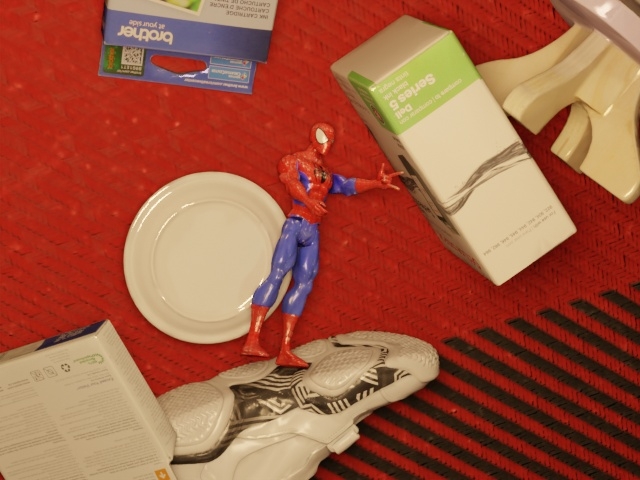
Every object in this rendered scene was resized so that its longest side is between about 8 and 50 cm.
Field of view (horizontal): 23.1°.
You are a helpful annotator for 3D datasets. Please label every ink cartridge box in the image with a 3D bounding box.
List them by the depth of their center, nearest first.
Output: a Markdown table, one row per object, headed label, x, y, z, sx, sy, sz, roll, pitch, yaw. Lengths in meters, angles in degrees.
| label | x | y | z | sx | sy | sz | roll | pitch | yaw |
| --- | --- | --- | --- | --- | --- | --- | --- | --- | --- |
| ink cartridge box | -0.132 | -0.307 | 1.688 | 0.186 | 0.065 | 0.311 | 6 | 114 | -14 |
| ink cartridge box | 0.146 | -0.104 | 1.753 | 0.115 | 0.198 | 0.273 | -35 | 108 | -3 |
| ink cartridge box | -0.277 | 0.214 | 1.754 | 0.223 | 0.045 | 0.224 | -17 | 109 | 27 |

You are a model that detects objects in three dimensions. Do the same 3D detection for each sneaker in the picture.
| label | x | y | z | sx | sy | sz | roll | pitch | yaw |
| --- | --- | --- | --- | --- | --- | --- | --- | --- | --- |
| sneaker | -0.023 | 0.244 | 1.834 | 0.366 | 0.137 | 0.210 | -17 | 107 | -4 |

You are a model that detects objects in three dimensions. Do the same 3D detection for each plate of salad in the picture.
| label | x | y | z | sx | sy | sz | roll | pitch | yaw |
| --- | --- | --- | --- | --- | --- | --- | --- | --- | --- |
| plate of salad | -0.128 | 0.019 | 1.796 | 0.200 | 0.048 | 0.199 | -3 | 100 | -16 |

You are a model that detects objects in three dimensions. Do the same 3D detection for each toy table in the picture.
| label | x | y | z | sx | sy | sz | roll | pitch | yaw |
| --- | --- | --- | --- | --- | --- | --- | --- | --- | --- |
| toy table | 0.296 | -0.174 | 1.760 | 0.161 | 0.252 | 0.274 | -53 | 141 | 5 |

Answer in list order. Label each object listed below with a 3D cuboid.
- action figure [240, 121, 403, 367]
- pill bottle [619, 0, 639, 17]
| label | x | y | z | sx | sy | sz | roll | pitch | yaw |
| --- | --- | --- | --- | --- | --- | --- | --- | --- | --- |
| action figure | 0.000 | 0.000 | 1.754 | 0.091 | 0.139 | 0.280 | 18 | 77 | -40 |
| pill bottle | 0.476 | -0.311 | 1.818 | 0.246 | 0.130 | 0.130 | -34 | 108 | -4 |
